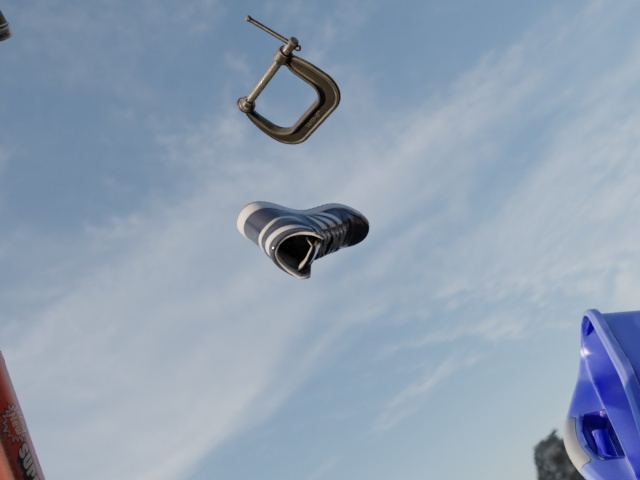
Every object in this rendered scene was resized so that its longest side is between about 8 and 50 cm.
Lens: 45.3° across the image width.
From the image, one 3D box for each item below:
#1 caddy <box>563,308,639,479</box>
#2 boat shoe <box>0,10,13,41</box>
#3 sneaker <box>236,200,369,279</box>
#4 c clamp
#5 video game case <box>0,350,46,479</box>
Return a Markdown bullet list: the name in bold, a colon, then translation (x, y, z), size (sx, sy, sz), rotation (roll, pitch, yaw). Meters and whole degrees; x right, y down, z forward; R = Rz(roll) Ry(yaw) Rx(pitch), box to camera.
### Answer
- **caddy**: translation (0.346, 0.206, 0.792), size (0.179, 0.242, 0.341), rotation (-8, 15, 10)
- **boat shoe**: translation (-0.570, -0.353, 1.217), size (0.078, 0.219, 0.070), rotation (-41, -51, -44)
- **sneaker**: translation (0.000, 0.000, 1.400), size (0.282, 0.153, 0.099), rotation (3, -66, -34)
- **c clamp**: translation (-0.048, -0.177, 0.891), size (0.161, 0.137, 0.022), rotation (-49, 19, 53)
- **video game case**: translation (-0.217, 0.140, 0.341), size (0.203, 0.025, 0.285), rotation (-10, -72, 4)
